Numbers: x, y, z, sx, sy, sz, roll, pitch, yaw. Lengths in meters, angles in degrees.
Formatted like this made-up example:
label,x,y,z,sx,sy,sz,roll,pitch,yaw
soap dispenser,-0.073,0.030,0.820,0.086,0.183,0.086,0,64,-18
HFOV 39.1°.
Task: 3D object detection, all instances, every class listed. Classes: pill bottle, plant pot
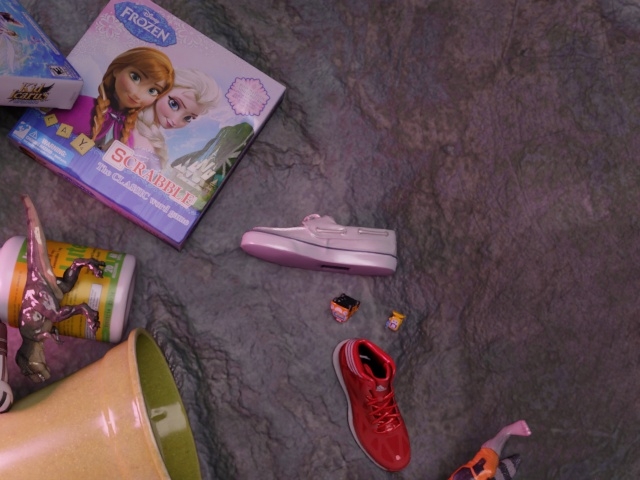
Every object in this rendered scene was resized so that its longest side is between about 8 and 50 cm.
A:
label,x,y,z,sx,sy,sz,roll,pitch,yaw
pill bottle,-0.405,0.068,1.335,0.246,0.136,0.136,10,77,-8
plant pot,-0.328,0.291,1.259,0.254,0.276,0.276,-18,82,-2

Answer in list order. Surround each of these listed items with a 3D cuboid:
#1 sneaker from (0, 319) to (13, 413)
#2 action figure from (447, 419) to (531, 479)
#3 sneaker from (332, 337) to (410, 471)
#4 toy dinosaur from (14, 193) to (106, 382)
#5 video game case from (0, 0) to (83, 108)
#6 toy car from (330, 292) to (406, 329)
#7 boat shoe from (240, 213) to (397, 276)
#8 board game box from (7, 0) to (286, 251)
label,x,y,z,sx,sy,sz,roll,pitch,yaw
sneaker,-0.524,0.163,1.264,0.281,0.106,0.162,-9,70,31
action figure,0.206,0.465,1.382,0.330,0.178,0.341,-23,110,-7
sneaker,0.086,0.254,1.387,0.087,0.128,0.221,-26,84,-14
toy dinosaur,-0.361,0.072,1.242,0.118,0.064,0.268,2,95,0
video game case,-0.519,-0.301,1.315,0.269,0.061,0.244,48,31,22
toy car,0.072,0.125,1.451,0.122,0.060,0.040,21,108,2
boat shoe,0.000,0.000,1.451,0.258,0.095,0.084,10,73,-18
board game box,-0.272,-0.199,1.448,0.319,0.066,0.318,32,75,-2
